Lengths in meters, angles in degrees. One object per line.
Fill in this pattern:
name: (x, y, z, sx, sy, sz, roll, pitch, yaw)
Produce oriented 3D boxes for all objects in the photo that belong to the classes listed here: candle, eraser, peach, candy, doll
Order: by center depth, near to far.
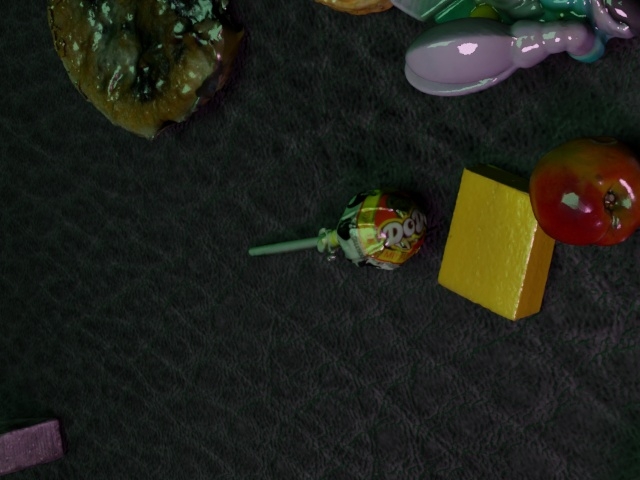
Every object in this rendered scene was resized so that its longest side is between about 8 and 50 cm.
doll: (0.169, -0.232, 0.982, 0.258, 0.153, 0.194, -16, 74, 29)
peach: (0.228, -0.043, 0.997, 0.101, 0.101, 0.100, 12, 108, 44)
eraser: (0.169, -0.001, 1.099, 0.097, 0.045, 0.122, 29, 118, 40)
candy: (0.000, 0.000, 1.259, 0.305, 0.091, 0.083, -10, 93, 54)
candle: (-0.474, 0.314, 1.776, 0.169, 0.192, 0.068, -9, 92, 3)

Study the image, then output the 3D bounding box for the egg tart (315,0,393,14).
egg tart: (0.017, -0.338, 1.144, 0.241, 0.106, 0.241, 15, 112, 40)

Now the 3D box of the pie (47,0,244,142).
pie: (-0.236, -0.292, 1.436, 0.371, 0.078, 0.296, 56, 134, 21)

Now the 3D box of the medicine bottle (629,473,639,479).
medicine bottle: (0.274, 0.313, 1.003, 0.083, 0.121, 0.228, 27, 118, 39)
